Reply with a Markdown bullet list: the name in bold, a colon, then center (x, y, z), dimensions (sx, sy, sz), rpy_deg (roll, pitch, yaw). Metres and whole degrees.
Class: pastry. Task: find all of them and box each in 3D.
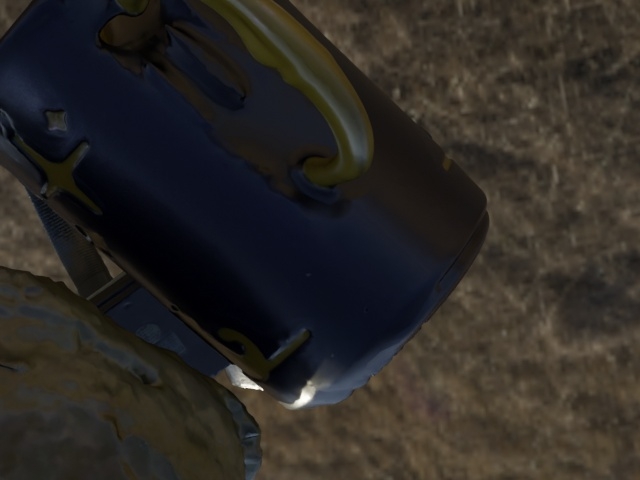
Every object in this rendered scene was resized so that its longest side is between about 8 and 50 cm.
- **pastry**: center (-0.195, 0.123, 0.753), dimensions (0.329, 0.136, 0.329), rpy_deg (9, 146, 6)

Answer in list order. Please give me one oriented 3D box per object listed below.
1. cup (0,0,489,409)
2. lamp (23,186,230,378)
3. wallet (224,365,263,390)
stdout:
- **cup**: center (-0.049, -0.037, 0.724), dimensions (0.256, 0.255, 0.178), rpy_deg (42, 99, -5)
- **lamp**: center (-0.132, -0.032, 1.008), dimensions (0.203, 0.283, 0.124), rpy_deg (-34, 147, -3)
- **wallet**: center (-0.076, 0.062, 1.429), dimensions (0.149, 0.044, 0.250), rpy_deg (3, 127, 42)
